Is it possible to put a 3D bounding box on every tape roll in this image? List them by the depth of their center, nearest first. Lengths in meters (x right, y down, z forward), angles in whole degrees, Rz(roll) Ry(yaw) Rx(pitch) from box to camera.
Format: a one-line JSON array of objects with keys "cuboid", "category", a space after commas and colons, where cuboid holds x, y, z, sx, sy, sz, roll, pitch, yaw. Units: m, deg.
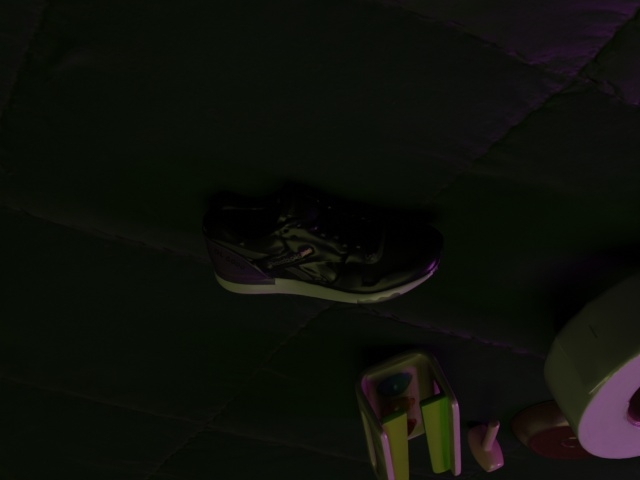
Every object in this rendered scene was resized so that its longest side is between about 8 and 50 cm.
[{"cuboid": [0.430, 0.153, 1.369, 0.286, 0.100, 0.286, -13, 139, -12], "category": "tape roll"}]

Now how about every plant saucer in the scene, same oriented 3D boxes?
[{"cuboid": [0.411, 0.316, 1.767, 0.199, 0.036, 0.198, 2, 147, 1], "category": "plant saucer"}]

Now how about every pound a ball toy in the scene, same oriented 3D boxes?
[{"cuboid": [0.168, 0.276, 1.671, 0.208, 0.135, 0.319, -23, 146, -7], "category": "pound a ball toy"}]

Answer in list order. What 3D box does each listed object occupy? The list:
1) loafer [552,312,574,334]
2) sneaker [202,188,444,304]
[{"cuboid": [0.414, 0.172, 1.529, 0.096, 0.084, 0.267, -44, 136, 9], "category": "loafer"}, {"cuboid": [0.000, 0.000, 1.262, 0.284, 0.107, 0.124, -3, 140, 9], "category": "sneaker"}]
